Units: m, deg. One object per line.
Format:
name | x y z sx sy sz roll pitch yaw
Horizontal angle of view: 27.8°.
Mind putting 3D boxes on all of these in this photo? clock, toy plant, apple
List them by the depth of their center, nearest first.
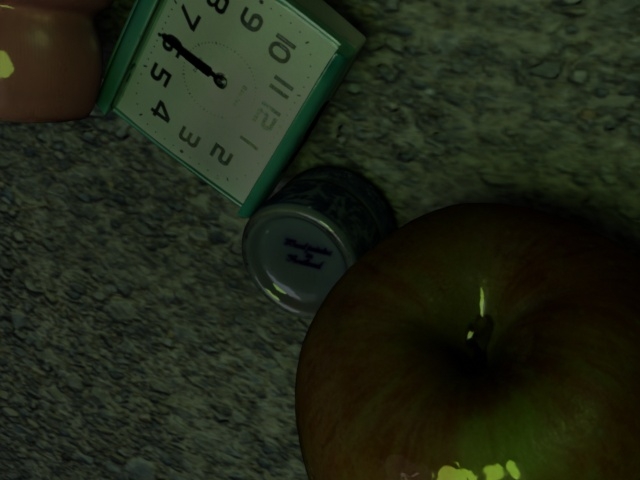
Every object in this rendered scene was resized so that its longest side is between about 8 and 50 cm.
apple | 0.174 0.172 1.236 0.400 0.400 0.333 12 147 28
toy plant | -0.307 -0.298 1.347 0.317 0.211 0.356 -147 67 -67
clock | -0.093 -0.192 1.393 0.231 0.116 0.262 37 132 4

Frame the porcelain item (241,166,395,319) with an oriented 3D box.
porcelain item | 0.000 0.000 1.431 0.147 0.114 0.147 15 126 22
